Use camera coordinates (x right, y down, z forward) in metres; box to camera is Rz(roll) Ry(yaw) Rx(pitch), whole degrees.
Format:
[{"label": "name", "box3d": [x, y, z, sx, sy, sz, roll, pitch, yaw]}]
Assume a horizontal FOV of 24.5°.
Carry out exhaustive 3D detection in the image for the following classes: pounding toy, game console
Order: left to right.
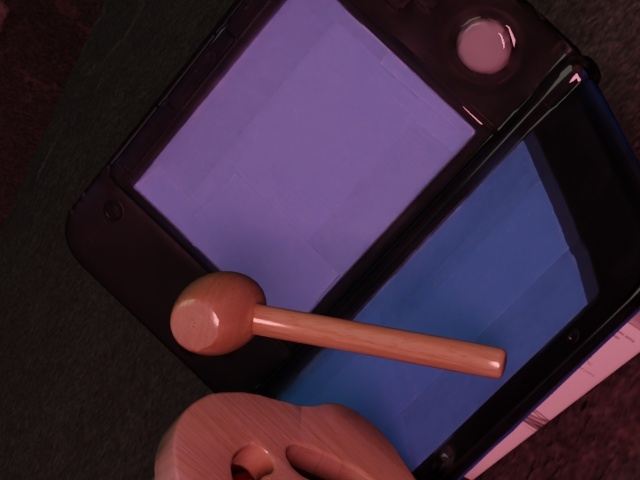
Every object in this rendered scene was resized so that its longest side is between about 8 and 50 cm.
[{"label": "game console", "box3d": [0.000, 0.000, 0.745, 0.293, 0.250, 0.173, -48, -3, 23]}, {"label": "pounding toy", "box3d": [0.009, 0.119, 0.600, 0.155, 0.269, 0.154, -48, -16, 24]}]

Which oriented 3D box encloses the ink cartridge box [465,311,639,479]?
[{"label": "ink cartridge box", "box3d": [0.101, 0.045, 0.763, 0.135, 0.056, 0.099, -44, 25, 32]}]
